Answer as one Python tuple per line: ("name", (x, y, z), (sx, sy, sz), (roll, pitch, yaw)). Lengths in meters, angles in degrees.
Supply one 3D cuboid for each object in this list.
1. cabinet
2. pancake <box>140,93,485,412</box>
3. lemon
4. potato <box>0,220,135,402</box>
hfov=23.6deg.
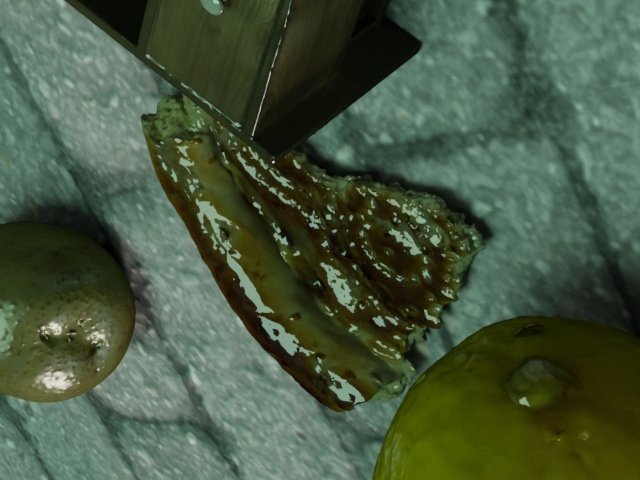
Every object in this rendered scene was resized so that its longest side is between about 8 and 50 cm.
("cabinet", (-0.046, -0.187, 0.828), (0.215, 0.148, 0.175), (39, 143, 13))
("pancake", (0.000, 0.000, 1.028), (0.244, 0.057, 0.266), (-14, 110, 51))
("lemon", (0.141, 0.168, 0.884), (0.236, 0.236, 0.263), (37, 140, 17))
("potato", (-0.251, 0.050, 1.282), (0.194, 0.157, 0.157), (28, 141, 47))
